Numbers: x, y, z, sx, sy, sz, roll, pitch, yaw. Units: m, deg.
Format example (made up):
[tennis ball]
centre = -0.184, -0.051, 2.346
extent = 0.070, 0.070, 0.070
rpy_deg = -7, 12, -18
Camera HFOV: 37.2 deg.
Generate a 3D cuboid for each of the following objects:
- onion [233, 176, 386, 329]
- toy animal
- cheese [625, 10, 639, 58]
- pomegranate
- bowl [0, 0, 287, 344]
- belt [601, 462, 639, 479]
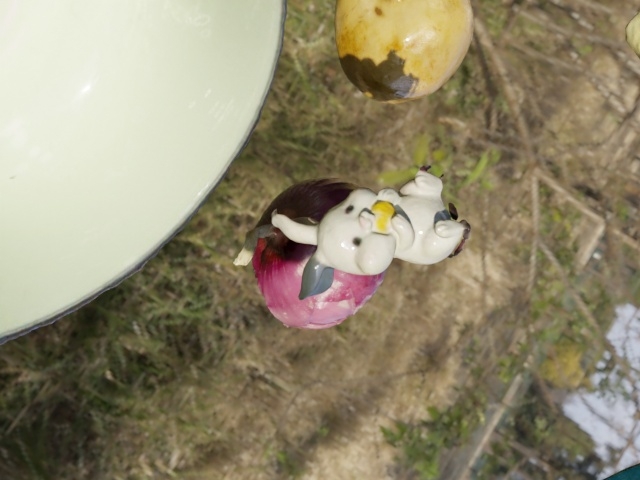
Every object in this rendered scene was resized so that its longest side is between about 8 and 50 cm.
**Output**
[onion]
centre = 0.009, 0.008, 1.293
extent = 0.200, 0.201, 0.207
rpy_deg = -64, 180, 27
[toy animal]
centre = 0.038, -0.007, 0.709
extent = 0.124, 0.071, 0.085
rpy_deg = -11, 169, -20
[cheese]
centre = 0.356, -0.146, 0.833
extent = 0.123, 0.167, 0.094
rpy_deg = -17, 160, -22
[pomegranate]
centre = 0.096, -0.264, 1.146
extent = 0.196, 0.196, 0.196
rpy_deg = -57, 170, -15
[bowl]
centre = -0.211, -0.117, 0.571
extent = 0.354, 0.185, 0.354
rpy_deg = -35, 151, -23
[belt]
centre = 0.346, 0.458, 1.204
extent = 0.436, 0.173, 0.300
rpy_deg = -27, 136, -4
